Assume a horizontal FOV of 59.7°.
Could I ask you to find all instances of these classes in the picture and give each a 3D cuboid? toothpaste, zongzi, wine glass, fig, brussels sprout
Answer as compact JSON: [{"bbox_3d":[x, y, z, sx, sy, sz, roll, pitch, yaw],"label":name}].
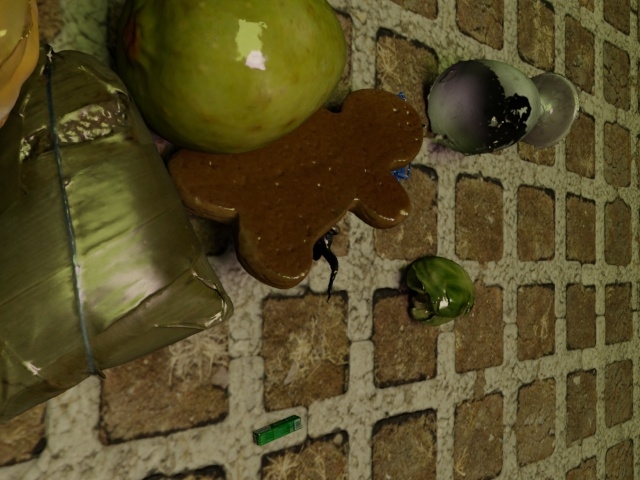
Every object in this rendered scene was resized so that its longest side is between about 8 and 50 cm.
[{"bbox_3d":[-0.066,0.296,0.874,0.083,0.017,0.020,-9,97,-40],"label":"toothpaste"},{"bbox_3d":[-0.329,0.004,0.572,0.393,0.174,0.356,-26,99,-29],"label":"zongzi"},{"bbox_3d":[0.384,-0.276,1.167,0.357,0.190,0.190,-12,97,-43],"label":"wine glass"},{"bbox_3d":[-0.096,-0.239,0.715,0.326,0.258,0.258,-20,102,-52],"label":"fig"},{"bbox_3d":[0.241,0.093,1.096,0.181,0.100,0.139,-3,71,-30],"label":"brussels sprout"}]

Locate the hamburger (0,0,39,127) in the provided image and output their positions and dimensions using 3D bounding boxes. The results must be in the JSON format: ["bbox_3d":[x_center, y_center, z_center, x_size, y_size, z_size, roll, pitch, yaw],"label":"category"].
[{"bbox_3d":[-0.375,-0.157,0.440,0.276,0.237,0.276,11,69,-29],"label":"hamburger"}]

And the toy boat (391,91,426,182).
[{"bbox_3d":[0.149,-0.189,1.010,0.091,0.110,0.174,13,78,-40],"label":"toy boat"}]

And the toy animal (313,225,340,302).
[{"bbox_3d":[0.000,0.000,0.882,0.062,0.108,0.220,15,58,-34],"label":"toy animal"}]

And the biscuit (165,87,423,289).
[{"bbox_3d":[0.004,-0.106,0.852,0.283,0.064,0.432,45,56,8],"label":"biscuit"}]
